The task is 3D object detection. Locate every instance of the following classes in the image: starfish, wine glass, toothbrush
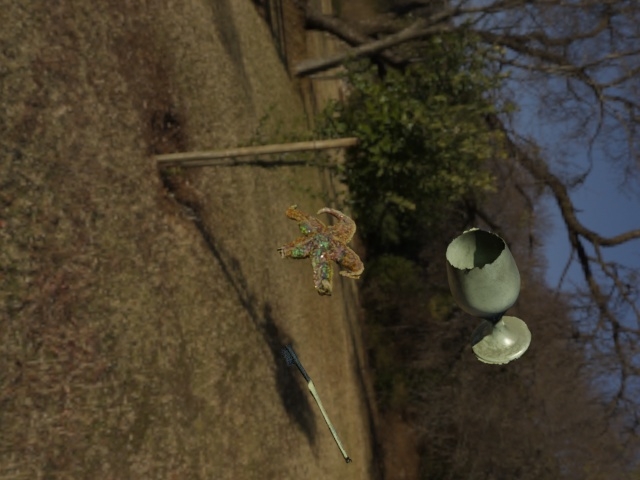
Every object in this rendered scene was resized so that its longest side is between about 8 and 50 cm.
[{"bbox_3d":[-0.002,0.008,1.139,0.209,0.150,0.053,48,-41,40],"label":"starfish"},{"bbox_3d":[0.301,0.102,1.291,0.126,0.126,0.241,-93,163,-52],"label":"wine glass"},{"bbox_3d":[-0.008,0.313,1.410,0.294,0.028,0.026,52,-16,40],"label":"toothbrush"}]
